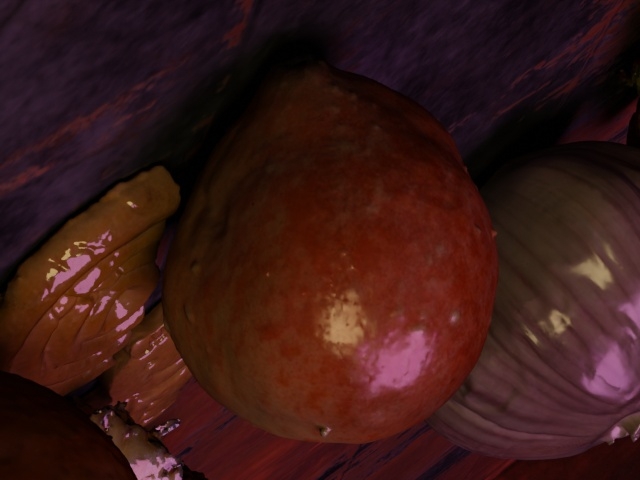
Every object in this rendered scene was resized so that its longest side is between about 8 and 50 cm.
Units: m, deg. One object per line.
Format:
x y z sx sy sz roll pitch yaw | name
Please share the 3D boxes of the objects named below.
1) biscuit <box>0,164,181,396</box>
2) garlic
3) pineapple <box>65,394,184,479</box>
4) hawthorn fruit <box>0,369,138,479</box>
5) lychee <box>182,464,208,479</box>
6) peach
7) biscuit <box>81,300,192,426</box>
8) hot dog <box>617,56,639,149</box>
-0.157 0.048 1.168 0.144 0.033 0.224 -31 161 -36 | biscuit
0.211 0.062 1.689 0.317 0.259 0.317 -37 159 -17 | garlic
-0.191 0.174 1.304 0.176 0.137 0.161 -26 116 -29 | pineapple
-0.225 0.220 1.031 0.311 0.295 0.295 -24 157 -41 | hawthorn fruit
-0.147 0.265 1.548 0.188 0.188 0.188 -38 164 -13 | lychee
0.000 0.000 1.139 0.232 0.232 0.232 -38 164 -13 | peach
-0.123 0.097 1.401 0.133 0.027 0.184 -21 155 -49 | biscuit
0.344 -0.150 1.704 0.158 0.117 0.349 -45 164 -10 | hot dog
